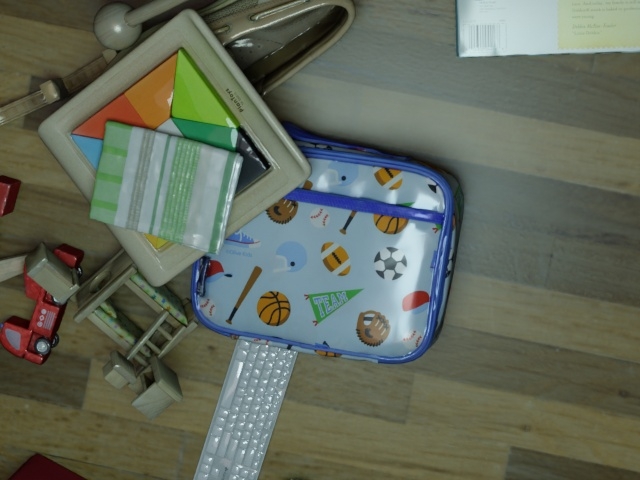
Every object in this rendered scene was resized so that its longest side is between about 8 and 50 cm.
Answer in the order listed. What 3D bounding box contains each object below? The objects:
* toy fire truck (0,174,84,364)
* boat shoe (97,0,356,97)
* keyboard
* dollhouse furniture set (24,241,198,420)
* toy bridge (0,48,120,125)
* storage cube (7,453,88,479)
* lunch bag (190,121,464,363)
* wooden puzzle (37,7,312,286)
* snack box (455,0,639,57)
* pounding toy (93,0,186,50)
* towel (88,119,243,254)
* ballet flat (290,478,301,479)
[{"bbox_3d":[-0.348,0.035,1.889,0.135,0.047,0.192,21,100,2],"label":"toy fire truck"},{"bbox_3d":[-0.118,-0.186,1.787,0.341,0.110,0.121,-37,132,7],"label":"boat shoe"},{"bbox_3d":[-0.092,0.217,1.910,0.072,0.014,0.256,18,98,2],"label":"keyboard"},{"bbox_3d":[-0.219,0.077,1.796,0.101,0.161,0.182,-41,119,8],"label":"dollhouse furniture set"},{"bbox_3d":[-0.299,-0.170,1.849,0.188,0.063,0.026,-26,95,6],"label":"toy bridge"},{"bbox_3d":[-0.307,0.380,1.859,0.215,0.193,0.183,28,99,1],"label":"storage cube"},{"bbox_3d":[0.000,0.000,1.806,0.303,0.115,0.243,10,99,13],"label":"lunch bag"},{"bbox_3d":[-0.160,-0.094,1.744,0.239,0.044,0.221,-36,94,21],"label":"wooden puzzle"},{"bbox_3d":[0.307,-0.297,1.785,0.322,0.060,0.187,-1,98,5],"label":"snack box"},{"bbox_3d":[-0.153,-0.317,1.789,0.183,0.110,0.237,-18,57,35],"label":"pounding toy"},{"bbox_3d":[-0.163,-0.057,1.726,0.152,0.023,0.113,16,103,9],"label":"towel"},{"bbox_3d":[0.030,0.373,1.898,0.241,0.091,0.077,45,129,2],"label":"ballet flat"}]
